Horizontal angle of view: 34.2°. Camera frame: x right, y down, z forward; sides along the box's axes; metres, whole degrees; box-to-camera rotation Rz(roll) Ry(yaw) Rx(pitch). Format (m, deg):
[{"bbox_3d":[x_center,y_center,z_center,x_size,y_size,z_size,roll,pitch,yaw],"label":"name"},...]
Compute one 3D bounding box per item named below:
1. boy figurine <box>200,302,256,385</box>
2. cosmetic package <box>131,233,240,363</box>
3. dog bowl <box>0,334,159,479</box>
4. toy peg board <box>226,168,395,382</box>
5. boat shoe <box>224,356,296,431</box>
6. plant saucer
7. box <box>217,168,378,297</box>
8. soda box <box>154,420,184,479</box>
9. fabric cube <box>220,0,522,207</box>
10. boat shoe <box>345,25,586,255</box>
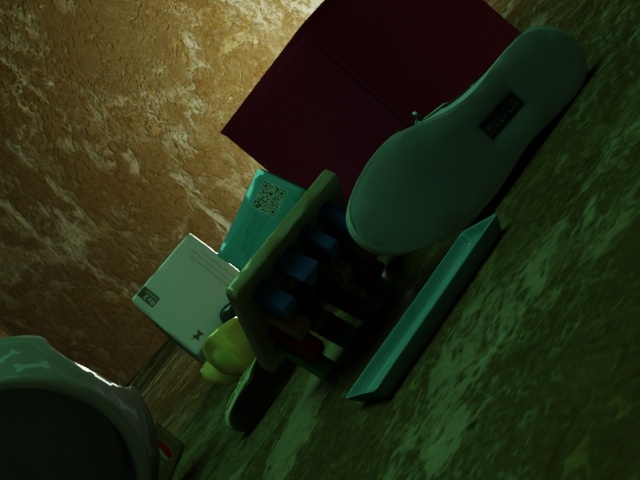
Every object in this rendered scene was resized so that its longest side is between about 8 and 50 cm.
[{"bbox_3d":[-0.117,0.144,1.519,0.177,0.092,0.285,-46,3,10],"label":"boy figurine"},{"bbox_3d":[-0.198,0.112,1.765,0.151,0.151,0.183,-51,-14,-11],"label":"cosmetic package"},{"bbox_3d":[-0.366,0.297,1.280,0.349,0.349,0.102,-50,20,-1],"label":"dog bowl"},{"bbox_3d":[0.003,0.046,1.020,0.161,0.079,0.160,-52,-27,-22],"label":"toy peg board"},{"bbox_3d":[-0.073,0.167,1.233,0.135,0.050,0.045,-53,12,-27],"label":"boat shoe"},{"bbox_3d":[0.090,0.059,0.872,0.192,0.018,0.067,-51,6,-23],"label":"plant saucer"},{"bbox_3d":[-0.009,0.002,1.117,0.100,0.060,0.244,-64,-26,3],"label":"box"},{"bbox_3d":[-0.248,0.328,1.475,0.061,0.058,0.181,-49,6,11],"label":"soda box"},{"bbox_3d":[0.078,-0.185,1.322,0.259,0.258,0.254,-54,8,-35],"label":"fabric cube"},{"bbox_3d":[0.135,-0.092,1.029,0.306,0.113,0.105,-49,-1,-19],"label":"boat shoe"}]
